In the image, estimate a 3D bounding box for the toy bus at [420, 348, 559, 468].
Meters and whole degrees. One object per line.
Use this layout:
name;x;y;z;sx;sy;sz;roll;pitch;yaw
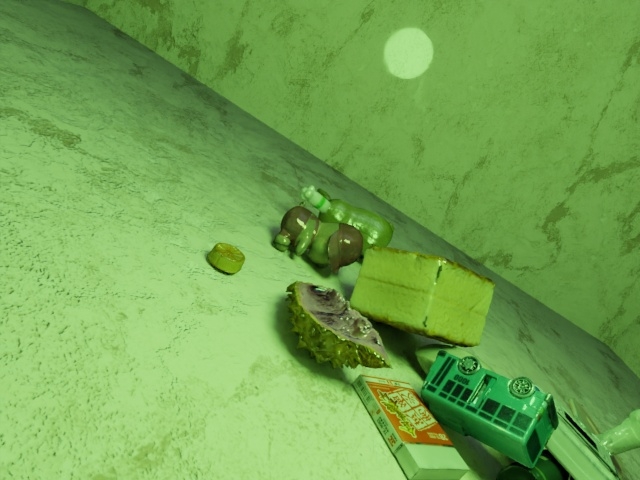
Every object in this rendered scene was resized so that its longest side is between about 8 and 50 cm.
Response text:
toy bus;0.341;0.345;1.039;0.256;0.147;0.128;16;-35;45

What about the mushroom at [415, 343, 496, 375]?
mushroom;0.390;0.375;1.232;0.350;0.128;0.128;42;18;12

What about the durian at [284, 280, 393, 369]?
durian;-0.001;0.182;1.072;0.191;0.112;0.341;14;17;-28

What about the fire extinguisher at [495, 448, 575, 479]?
fire extinguisher;0.476;0.509;1.070;0.118;0.093;0.294;-6;-13;39

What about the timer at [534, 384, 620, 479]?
timer;0.557;0.444;1.104;0.253;0.078;0.178;47;17;15

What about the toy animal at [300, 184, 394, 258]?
toy animal;0.073;-0.055;1.747;0.363;0.180;0.181;25;11;-7

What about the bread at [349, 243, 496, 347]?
bread;0.273;0.152;1.337;0.279;0.207;0.279;8;-10;46

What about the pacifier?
pacifier;0.747;0.536;1.295;0.221;0.273;0.332;23;12;22

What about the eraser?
eraser;0.176;0.368;0.989;0.157;0.038;0.230;21;21;-37

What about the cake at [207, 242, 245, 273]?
cake;-0.217;0.042;1.146;0.084;0.044;0.084;30;17;-10

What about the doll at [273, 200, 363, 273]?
doll;-0.001;0.002;1.475;0.256;0.152;0.196;19;49;2
